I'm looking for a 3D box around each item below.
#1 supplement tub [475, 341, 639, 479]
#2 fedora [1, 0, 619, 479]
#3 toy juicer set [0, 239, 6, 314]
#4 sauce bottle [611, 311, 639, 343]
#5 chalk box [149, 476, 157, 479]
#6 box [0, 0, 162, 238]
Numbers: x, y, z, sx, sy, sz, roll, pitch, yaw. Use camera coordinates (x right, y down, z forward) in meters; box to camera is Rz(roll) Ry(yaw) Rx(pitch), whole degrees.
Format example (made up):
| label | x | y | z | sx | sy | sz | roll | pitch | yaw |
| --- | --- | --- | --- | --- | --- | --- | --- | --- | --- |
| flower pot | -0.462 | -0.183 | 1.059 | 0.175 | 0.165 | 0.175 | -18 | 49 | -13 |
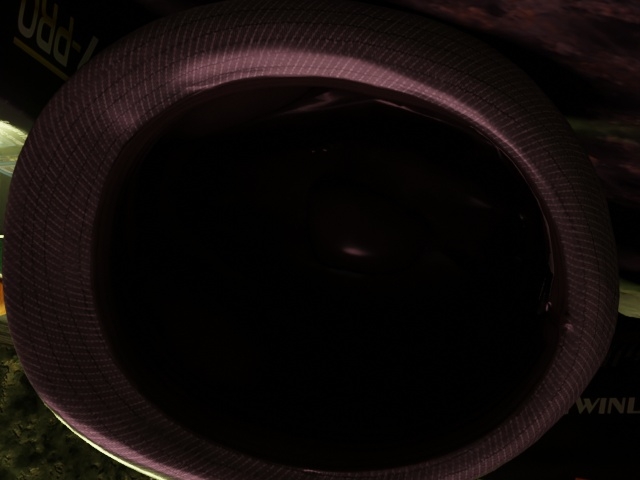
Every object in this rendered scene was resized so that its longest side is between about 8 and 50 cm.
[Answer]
| label | x | y | z | sx | sy | sz | roll | pitch | yaw |
| --- | --- | --- | --- | --- | --- | --- | --- | --- | --- |
| supplement tub | 0.187 | 0.151 | 0.845 | 0.316 | 0.194 | 0.193 | -5 | 160 | 25 |
| fedora | 0.000 | 0.000 | 0.730 | 0.275 | 0.244 | 0.124 | 2 | -163 | 4 |
| toy juicer set | -0.359 | 0.020 | 1.551 | 0.209 | 0.089 | 0.329 | 19 | 169 | -15 |
| sauce bottle | 0.316 | 0.100 | 0.946 | 0.344 | 0.111 | 0.111 | 12 | 168 | 29 |
| chalk box | -0.006 | 0.162 | 1.116 | 0.180 | 0.289 | 0.179 | 6 | -165 | 45 |
| box | -0.270 | -0.095 | 0.736 | 0.318 | 0.097 | 0.395 | 1 | 164 | 21 |
